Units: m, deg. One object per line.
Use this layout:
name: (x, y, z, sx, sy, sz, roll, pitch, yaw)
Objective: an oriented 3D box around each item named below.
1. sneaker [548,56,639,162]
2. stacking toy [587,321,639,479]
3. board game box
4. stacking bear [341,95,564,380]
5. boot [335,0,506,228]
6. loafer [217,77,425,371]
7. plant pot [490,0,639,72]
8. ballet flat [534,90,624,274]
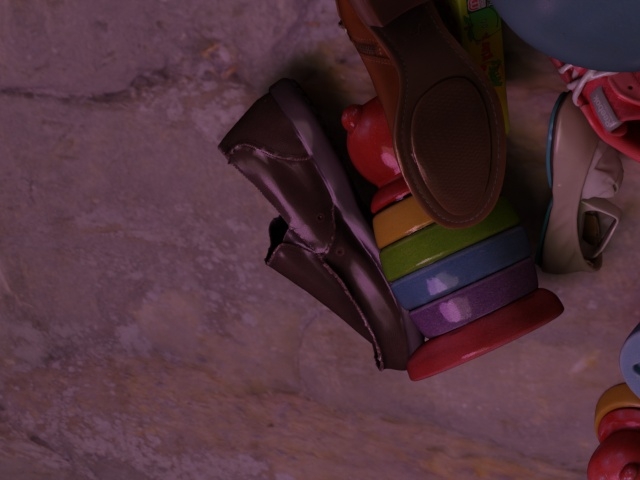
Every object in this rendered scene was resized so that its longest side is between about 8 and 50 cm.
sneaker: (0.272, -0.168, 1.450, 0.314, 0.136, 0.116, 40, 136, -5)
stacking toy: (0.434, 0.207, 1.687, 0.280, 0.130, 0.309, 21, 135, 14)
board game box: (0.141, -0.193, 1.523, 0.043, 0.092, 0.181, -20, 134, -9)
stacking bear: (0.121, -0.022, 1.624, 0.289, 0.175, 0.164, 65, 168, 4)
boot: (0.080, -0.157, 1.500, 0.109, 0.220, 0.283, -27, 102, -3)
loafer: (0.000, 0.000, 1.737, 0.130, 0.134, 0.366, -28, 105, 1)
plant pot: (0.262, -0.272, 1.276, 0.293, 0.293, 0.235, 41, 151, -7)
ballet flat: (0.271, -0.053, 1.594, 0.086, 0.086, 0.248, 17, 143, 17)
